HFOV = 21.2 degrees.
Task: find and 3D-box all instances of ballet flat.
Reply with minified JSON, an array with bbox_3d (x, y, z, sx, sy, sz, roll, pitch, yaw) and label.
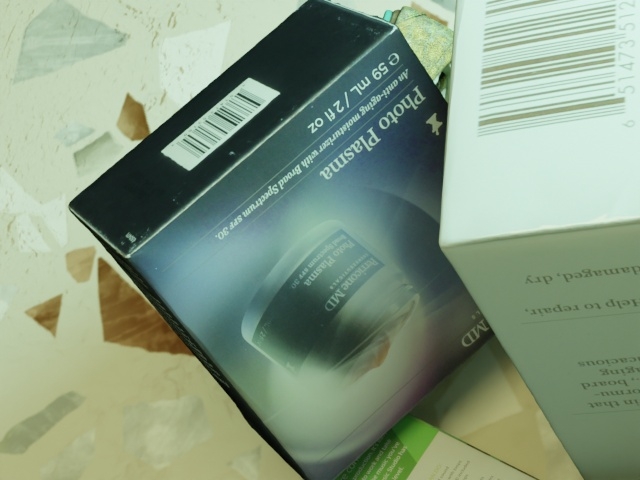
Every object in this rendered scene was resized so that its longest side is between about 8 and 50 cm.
[{"bbox_3d":[0.056,-0.069,1.674,0.123,0.123,0.349,11,67,32],"label":"ballet flat"}]

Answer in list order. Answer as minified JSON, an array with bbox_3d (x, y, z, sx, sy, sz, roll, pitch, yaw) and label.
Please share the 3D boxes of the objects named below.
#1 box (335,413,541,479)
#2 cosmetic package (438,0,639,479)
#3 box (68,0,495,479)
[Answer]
[{"bbox_3d":[0.117,0.295,1.428,0.322,0.058,0.232,25,72,35],"label":"box"},{"bbox_3d":[0.312,-0.046,1.334,0.327,0.394,0.329,-9,55,21],"label":"cosmetic package"},{"bbox_3d":[0.000,0.000,1.491,0.296,0.294,0.183,-42,28,-8],"label":"box"}]
